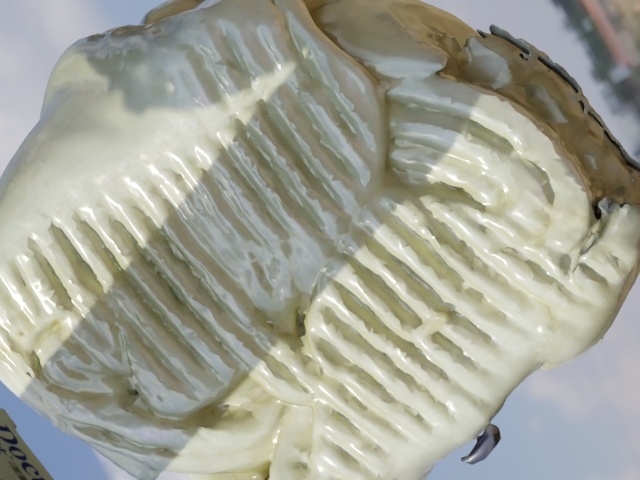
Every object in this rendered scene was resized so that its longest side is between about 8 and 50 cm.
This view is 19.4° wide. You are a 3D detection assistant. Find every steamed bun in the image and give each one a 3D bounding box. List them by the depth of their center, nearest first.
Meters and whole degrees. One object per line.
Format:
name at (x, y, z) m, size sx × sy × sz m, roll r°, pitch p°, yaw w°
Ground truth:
steamed bun at (0.000, 0.000, 1.109) m, size 0.237 × 0.394 × 0.347 m, roll -73°, pitch -21°, yaw -71°

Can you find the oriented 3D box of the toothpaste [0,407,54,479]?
toothpaste at (-0.240, 0.223, 0.887) m, size 0.081 × 0.336 × 0.067 m, roll 48°, pitch -161°, yaw 19°
